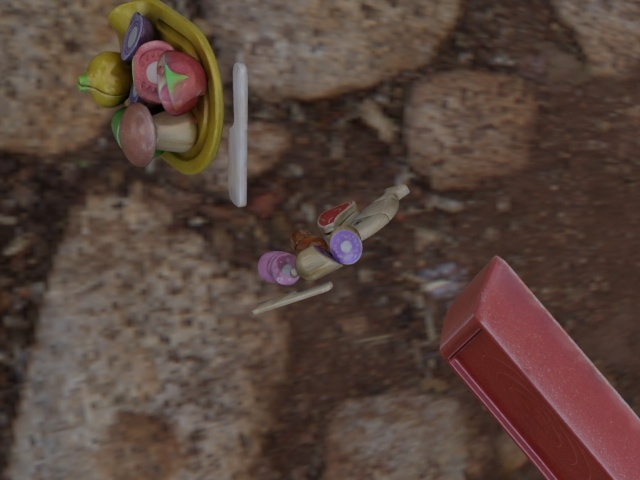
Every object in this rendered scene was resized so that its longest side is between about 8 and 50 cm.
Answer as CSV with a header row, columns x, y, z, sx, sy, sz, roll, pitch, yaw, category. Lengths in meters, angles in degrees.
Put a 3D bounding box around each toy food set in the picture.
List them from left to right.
x,y,z,sx,sy,sz,roll,pitch,yaw,category
-0.138,-0.115,1.553,0.218,0.071,0.128,36,128,50,toy food set
0.000,0.000,1.159,0.078,0.122,0.019,-19,109,30,toy food set

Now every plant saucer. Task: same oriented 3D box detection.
x,y,z,sx,sy,sz,roll,pitch,yaw,category
0.201,0.148,1.700,0.048,0.258,0.259,-40,84,-12,plant saucer
